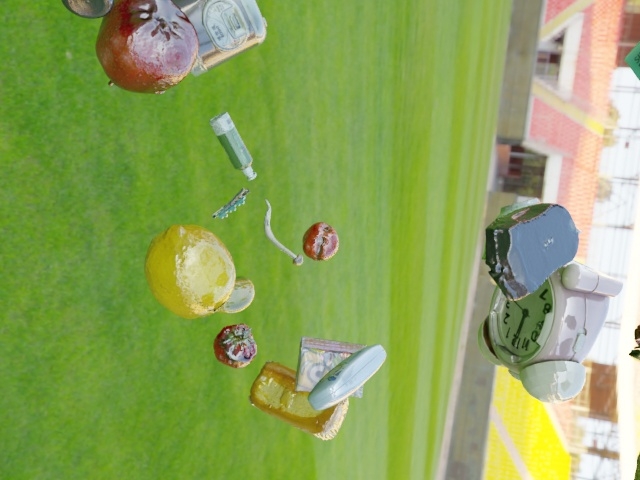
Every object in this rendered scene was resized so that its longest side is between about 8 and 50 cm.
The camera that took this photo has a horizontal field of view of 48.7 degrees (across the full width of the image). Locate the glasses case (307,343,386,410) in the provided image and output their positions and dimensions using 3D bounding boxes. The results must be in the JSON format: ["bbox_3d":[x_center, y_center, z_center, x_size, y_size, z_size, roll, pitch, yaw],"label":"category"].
[{"bbox_3d":[0.042,0.203,1.059,0.045,0.067,0.178,56,32,5],"label":"glasses case"}]

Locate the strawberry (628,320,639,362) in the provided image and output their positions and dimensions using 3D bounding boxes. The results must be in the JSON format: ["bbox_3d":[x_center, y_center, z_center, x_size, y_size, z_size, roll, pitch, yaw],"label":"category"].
[{"bbox_3d":[0.676,0.179,1.276,0.106,0.188,0.286,-64,-174,-13],"label":"strawberry"}]

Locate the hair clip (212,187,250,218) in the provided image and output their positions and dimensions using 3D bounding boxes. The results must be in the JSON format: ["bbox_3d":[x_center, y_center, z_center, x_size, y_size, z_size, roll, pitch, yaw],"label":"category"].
[{"bbox_3d":[-0.323,-0.129,2.580,0.049,0.173,0.049,46,18,-19],"label":"hair clip"}]

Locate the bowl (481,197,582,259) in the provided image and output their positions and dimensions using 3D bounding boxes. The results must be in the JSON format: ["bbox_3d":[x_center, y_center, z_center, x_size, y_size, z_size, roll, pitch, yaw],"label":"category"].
[{"bbox_3d":[0.634,-0.048,2.191,0.313,0.313,0.146,-14,88,-75],"label":"bowl"}]

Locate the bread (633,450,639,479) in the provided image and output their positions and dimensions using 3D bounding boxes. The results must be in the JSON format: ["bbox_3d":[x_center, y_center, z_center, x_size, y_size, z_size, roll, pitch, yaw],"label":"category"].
[{"bbox_3d":[0.691,0.483,1.342,0.133,0.179,0.250,-56,136,-55],"label":"bread"}]

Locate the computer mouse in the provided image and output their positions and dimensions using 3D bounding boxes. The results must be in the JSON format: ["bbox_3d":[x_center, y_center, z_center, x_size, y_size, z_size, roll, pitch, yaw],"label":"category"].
[{"bbox_3d":[0.324,0.009,1.105,0.217,0.073,0.122,-24,95,-42],"label":"computer mouse"}]

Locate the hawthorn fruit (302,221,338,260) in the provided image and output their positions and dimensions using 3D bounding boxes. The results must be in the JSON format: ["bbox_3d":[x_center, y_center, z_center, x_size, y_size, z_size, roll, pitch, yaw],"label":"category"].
[{"bbox_3d":[0.000,0.000,1.618,0.093,0.093,0.093,8,90,-76],"label":"hawthorn fruit"}]

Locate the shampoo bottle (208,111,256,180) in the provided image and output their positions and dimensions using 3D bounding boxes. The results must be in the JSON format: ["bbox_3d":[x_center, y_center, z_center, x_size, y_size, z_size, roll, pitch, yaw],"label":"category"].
[{"bbox_3d":[-0.241,-0.262,2.004,0.204,0.065,0.065,62,29,-22],"label":"shampoo bottle"}]

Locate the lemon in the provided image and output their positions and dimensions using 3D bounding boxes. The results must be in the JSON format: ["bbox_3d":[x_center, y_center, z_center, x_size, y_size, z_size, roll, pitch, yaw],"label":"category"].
[{"bbox_3d":[-0.301,0.073,1.636,0.204,0.204,0.260,-66,146,-47],"label":"lemon"}]

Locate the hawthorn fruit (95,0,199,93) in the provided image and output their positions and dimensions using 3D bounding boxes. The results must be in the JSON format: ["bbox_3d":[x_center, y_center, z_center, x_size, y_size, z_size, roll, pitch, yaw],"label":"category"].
[{"bbox_3d":[-0.416,-0.433,1.603,0.210,0.266,0.230,9,62,-51],"label":"hawthorn fruit"}]

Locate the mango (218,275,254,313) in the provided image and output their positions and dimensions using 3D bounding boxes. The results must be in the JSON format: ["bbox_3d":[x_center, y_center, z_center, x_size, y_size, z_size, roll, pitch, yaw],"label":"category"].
[{"bbox_3d":[-0.282,0.173,2.271,0.191,0.122,0.085,-17,139,-41],"label":"mango"}]

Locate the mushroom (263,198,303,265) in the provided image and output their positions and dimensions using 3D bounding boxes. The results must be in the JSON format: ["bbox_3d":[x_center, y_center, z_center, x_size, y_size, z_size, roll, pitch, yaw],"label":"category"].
[{"bbox_3d":[-0.152,-0.026,2.464,0.068,0.306,0.043,-12,143,-34],"label":"mushroom"}]

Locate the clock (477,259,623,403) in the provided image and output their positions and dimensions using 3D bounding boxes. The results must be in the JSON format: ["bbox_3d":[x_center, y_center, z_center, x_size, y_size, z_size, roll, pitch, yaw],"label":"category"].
[{"bbox_3d":[0.529,0.191,1.689,0.342,0.184,0.326,-132,-118,-73],"label":"clock"}]

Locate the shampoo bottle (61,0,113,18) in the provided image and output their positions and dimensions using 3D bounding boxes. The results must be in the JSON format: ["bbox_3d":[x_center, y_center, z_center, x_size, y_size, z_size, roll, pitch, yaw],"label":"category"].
[{"bbox_3d":[-0.471,-0.592,1.447,0.101,0.101,0.284,68,15,-63],"label":"shampoo bottle"}]

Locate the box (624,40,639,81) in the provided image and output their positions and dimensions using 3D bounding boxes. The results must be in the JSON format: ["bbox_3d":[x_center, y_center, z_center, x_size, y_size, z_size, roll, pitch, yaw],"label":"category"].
[{"bbox_3d":[0.719,-0.295,1.273,0.205,0.118,0.311,-55,-137,46],"label":"box"}]

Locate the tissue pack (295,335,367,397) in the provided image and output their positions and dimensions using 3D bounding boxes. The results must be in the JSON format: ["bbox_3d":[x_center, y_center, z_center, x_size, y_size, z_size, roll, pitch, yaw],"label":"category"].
[{"bbox_3d":[0.023,0.274,1.523,0.060,0.148,0.109,-85,-177,-70],"label":"tissue pack"}]

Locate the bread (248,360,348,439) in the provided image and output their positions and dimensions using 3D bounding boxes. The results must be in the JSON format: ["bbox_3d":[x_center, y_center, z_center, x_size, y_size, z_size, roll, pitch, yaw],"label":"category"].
[{"bbox_3d":[-0.061,0.459,2.030,0.152,0.288,0.119,-61,152,-20],"label":"bread"}]

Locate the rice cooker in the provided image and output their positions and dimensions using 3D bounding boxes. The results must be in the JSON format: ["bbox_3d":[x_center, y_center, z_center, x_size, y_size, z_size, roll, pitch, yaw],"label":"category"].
[{"bbox_3d":[-0.308,-0.599,1.864,0.288,0.277,0.288,64,-1,3],"label":"rice cooker"}]

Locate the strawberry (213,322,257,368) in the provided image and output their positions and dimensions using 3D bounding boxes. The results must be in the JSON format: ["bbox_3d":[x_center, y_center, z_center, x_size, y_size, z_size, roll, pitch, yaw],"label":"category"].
[{"bbox_3d":[-0.191,0.237,1.567,0.106,0.106,0.106,8,90,-76],"label":"strawberry"}]
